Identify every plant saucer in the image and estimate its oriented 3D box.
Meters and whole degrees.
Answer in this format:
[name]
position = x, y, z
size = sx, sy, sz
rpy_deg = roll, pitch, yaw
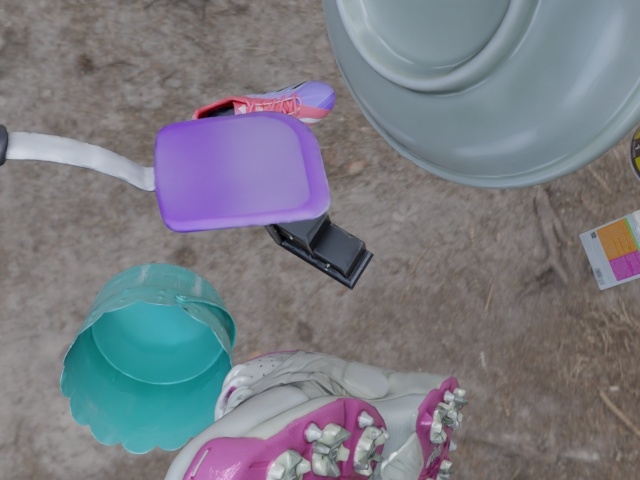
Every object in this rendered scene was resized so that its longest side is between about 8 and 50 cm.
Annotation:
[plant saucer]
position = 0.116, -0.236, 0.814
size = 0.400, 0.100, 0.401
rpy_deg = 15, 112, 44

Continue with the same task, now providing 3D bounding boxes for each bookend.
[bookend]
position = 0.000, 0.000, 1.559
size = 0.157, 0.156, 0.072
rpy_deg = 31, 83, 10

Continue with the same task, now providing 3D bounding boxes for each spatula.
[spatula]
position = -0.143, -0.045, 0.512
size = 0.296, 0.084, 0.030
rpy_deg = 2, 143, -18

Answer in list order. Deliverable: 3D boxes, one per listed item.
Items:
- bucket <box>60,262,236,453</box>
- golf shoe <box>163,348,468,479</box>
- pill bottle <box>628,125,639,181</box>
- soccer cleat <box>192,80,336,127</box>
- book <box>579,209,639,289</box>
[bucket]
position = -0.266, 0.182, 1.552
size = 0.281, 0.183, 0.281
rpy_deg = -1, 115, -2
[golf shoe]
position = -0.019, 0.122, 0.551
size = 0.140, 0.306, 0.115
rpy_deg = 16, 92, 24
[pill bottle]
position = 0.521, -0.139, 1.309
size = 0.117, 0.215, 0.117
rpy_deg = 2, 80, -12
[soccer cleat]
position = -0.097, -0.221, 1.644
size = 0.247, 0.095, 0.083
rpy_deg = -9, 86, 15
[book]
position = 0.464, 0.016, 1.480
size = 0.035, 0.144, 0.096
rpy_deg = -15, 82, -24
